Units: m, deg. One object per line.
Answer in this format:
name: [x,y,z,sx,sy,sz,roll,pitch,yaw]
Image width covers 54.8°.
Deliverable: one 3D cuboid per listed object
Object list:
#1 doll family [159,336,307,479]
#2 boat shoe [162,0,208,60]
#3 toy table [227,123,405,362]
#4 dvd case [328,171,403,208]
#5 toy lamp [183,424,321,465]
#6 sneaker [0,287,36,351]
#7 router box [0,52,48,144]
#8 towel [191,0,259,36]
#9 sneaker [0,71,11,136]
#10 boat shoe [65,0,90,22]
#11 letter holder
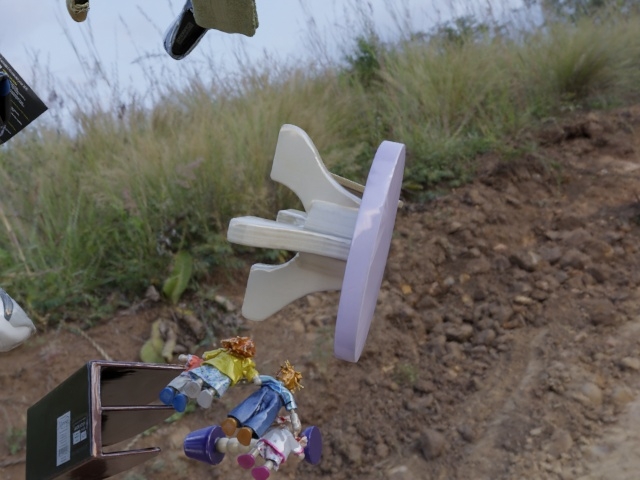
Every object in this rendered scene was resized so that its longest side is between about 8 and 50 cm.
doll family: [-0.111,0.241,0.988,0.118,0.263,0.163,-58,-10,32]
boat shoe: [-0.317,-0.617,1.640,0.306,0.113,0.105,-48,34,9]
toy table: [0.000,0.000,0.775,0.161,0.274,0.252,14,-3,12]
dvd case: [0.035,-0.115,1.235,0.221,0.018,0.164,18,3,-28]
toy lamp: [-0.136,0.397,1.198,0.275,0.080,0.080,-5,2,19]
sneaker: [-0.443,0.116,0.698,0.297,0.111,0.129,-12,33,29]
router box: [-0.716,-0.321,1.360,0.046,0.179,0.133,1,43,49]
towel: [-0.154,-0.375,0.979,0.110,0.027,0.148,8,-16,0]
sneaker: [-0.498,-0.241,0.845,0.121,0.217,0.079,-10,29,8]
boat shoe: [-0.633,-0.640,1.626,0.056,0.048,0.153,-31,-27,-41]
letter holder: [-0.363,0.333,1.096,0.214,0.152,0.302,12,-33,-40]
